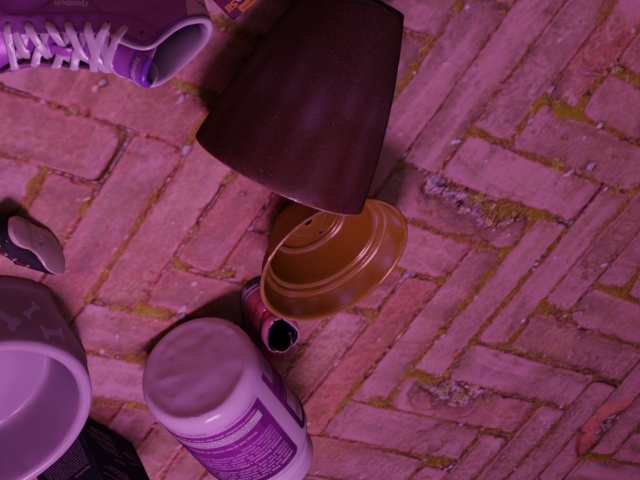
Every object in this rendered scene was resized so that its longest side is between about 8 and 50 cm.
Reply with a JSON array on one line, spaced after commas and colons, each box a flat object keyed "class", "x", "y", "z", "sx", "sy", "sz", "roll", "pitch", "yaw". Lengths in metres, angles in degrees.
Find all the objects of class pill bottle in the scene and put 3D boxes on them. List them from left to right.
[{"class": "pill bottle", "x": -0.118, "y": 0.246, "z": 2.147, "sx": 0.169, "sy": 0.169, "sz": 0.301, "roll": -33, "pitch": 142, "yaw": -1}]

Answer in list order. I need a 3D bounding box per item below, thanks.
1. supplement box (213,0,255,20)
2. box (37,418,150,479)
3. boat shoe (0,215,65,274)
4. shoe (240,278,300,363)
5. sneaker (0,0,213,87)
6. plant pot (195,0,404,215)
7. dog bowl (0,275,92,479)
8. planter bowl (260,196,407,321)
[{"class": "supplement box", "x": -0.106, "y": -0.290, "z": 1.676, "sx": 0.055, "sy": 0.043, "sz": 0.083, "roll": -41, "pitch": 143, "yaw": 7}, {"class": "box", "x": -0.309, "y": 0.340, "z": 2.117, "sx": 0.093, "sy": 0.158, "sz": 0.156, "roll": -39, "pitch": 142, "yaw": 7}, {"class": "boat shoe", "x": -0.350, "y": 0.008, "z": 1.826, "sx": 0.042, "sy": 0.049, "sz": 0.133, "roll": -13, "pitch": 154, "yaw": 19}, {"class": "shoe", "x": -0.067, "y": 0.136, "z": 2.135, "sx": 0.063, "sy": 0.081, "sz": 0.178, "roll": -24, "pitch": 141, "yaw": -12}, {"class": "sneaker", "x": -0.248, "y": -0.210, "z": 1.567, "sx": 0.282, "sy": 0.161, "sz": 0.102, "roll": -21, "pitch": 142, "yaw": -14}, {"class": "plant pot", "x": 0.001, "y": -0.179, "z": 1.766, "sx": 0.215, "sy": 0.215, "sz": 0.230, "roll": 13, "pitch": 109, "yaw": -43}, {"class": "dog bowl", "x": -0.447, "y": 0.204, "z": 1.919, "sx": 0.349, "sy": 0.102, "sz": 0.349, "roll": -20, "pitch": 140, "yaw": -18}, {"class": "planter bowl", "x": 0.000, "y": 0.000, "z": 2.029, "sx": 0.217, "sy": 0.090, "sz": 0.217, "roll": -20, "pitch": 140, "yaw": -18}]
